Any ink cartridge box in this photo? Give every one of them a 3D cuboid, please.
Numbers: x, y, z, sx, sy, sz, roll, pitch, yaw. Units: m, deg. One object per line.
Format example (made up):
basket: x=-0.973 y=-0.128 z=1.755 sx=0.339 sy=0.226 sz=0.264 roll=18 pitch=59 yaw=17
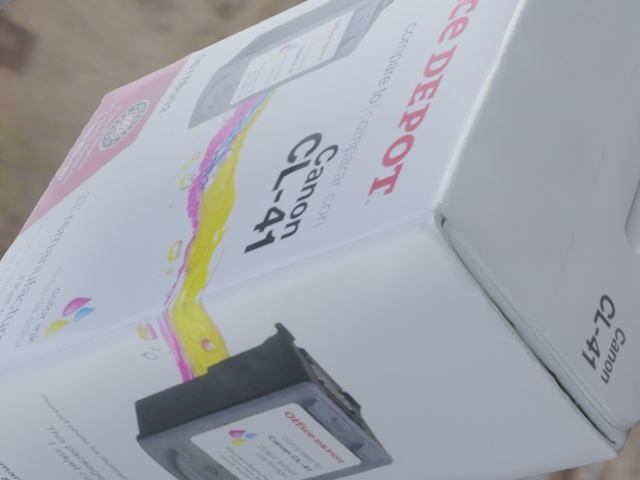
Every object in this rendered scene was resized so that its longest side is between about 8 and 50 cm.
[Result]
ink cartridge box: x=0.000 y=0.000 z=0.753 sx=0.306 sy=0.131 sz=0.226 roll=-22 pitch=31 yaw=40

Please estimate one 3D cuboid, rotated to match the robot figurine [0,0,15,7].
robot figurine: x=-0.213 y=-0.190 z=0.823 sx=0.353 sy=0.199 sz=0.300 roll=-12 pitch=71 yaw=47
